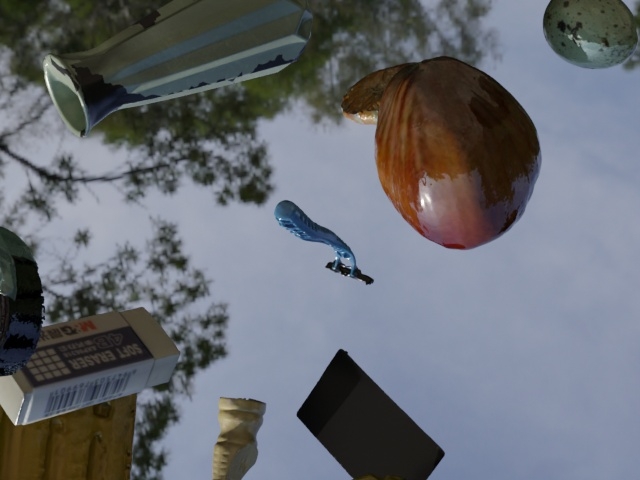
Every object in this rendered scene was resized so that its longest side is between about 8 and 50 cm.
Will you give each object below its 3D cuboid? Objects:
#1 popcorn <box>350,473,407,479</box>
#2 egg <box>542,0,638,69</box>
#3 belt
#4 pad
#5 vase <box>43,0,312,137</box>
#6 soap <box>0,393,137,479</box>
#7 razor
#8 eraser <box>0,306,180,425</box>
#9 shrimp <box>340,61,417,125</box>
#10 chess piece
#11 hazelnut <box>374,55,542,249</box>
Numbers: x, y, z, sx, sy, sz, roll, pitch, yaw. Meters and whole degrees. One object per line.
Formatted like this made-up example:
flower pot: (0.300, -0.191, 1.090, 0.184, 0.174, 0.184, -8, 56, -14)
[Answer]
popcorn: (0.092, 0.475, 1.560, 0.225, 0.249, 0.249, -45, -134, -10)
egg: (0.285, -0.223, 1.092, 0.085, 0.085, 0.110, -31, -132, -31)
belt: (-0.418, 0.070, 1.279, 0.151, 0.198, 0.078, -20, 168, 26)
pad: (0.080, 0.326, 1.754, 0.265, 0.159, 0.009, 44, -159, 29)
vase: (-0.186, -0.259, 1.408, 0.360, 0.165, 0.165, -29, -139, -26)
soap: (-0.467, 0.386, 1.727, 0.294, 0.334, 0.156, 14, 157, -38)
razor: (0.000, 0.000, 1.438, 0.082, 0.253, 0.042, 21, -99, 30)
eraser: (-0.369, 0.191, 1.615, 0.279, 0.081, 0.124, -11, -135, -43)
shrimp: (0.171, -0.288, 2.004, 0.317, 0.062, 0.164, 6, -122, 44)
chess piece: (-0.152, 0.381, 1.835, 0.090, 0.090, 0.200, 5, -105, 14)
hazelnut: (0.155, -0.101, 1.142, 0.186, 0.210, 0.210, 14, -148, -15)
